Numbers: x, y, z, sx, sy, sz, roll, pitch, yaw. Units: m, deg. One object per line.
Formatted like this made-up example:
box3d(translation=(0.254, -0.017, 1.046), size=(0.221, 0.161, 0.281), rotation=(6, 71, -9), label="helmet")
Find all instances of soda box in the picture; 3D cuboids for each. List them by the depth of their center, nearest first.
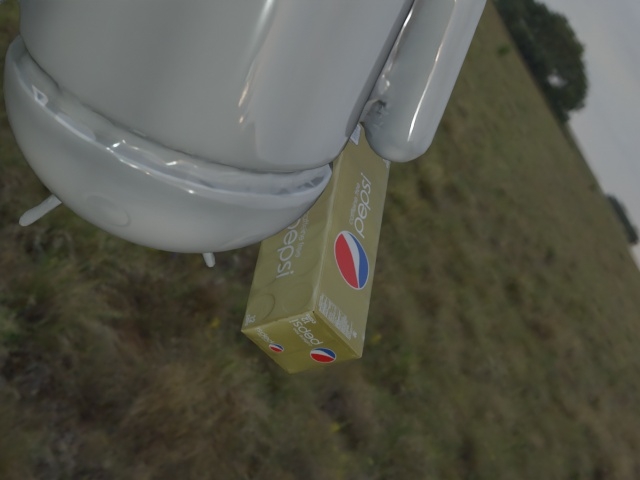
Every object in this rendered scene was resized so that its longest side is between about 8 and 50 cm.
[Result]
box3d(translation=(0.000, 0.000, 0.819), size=(0.058, 0.061, 0.181), rotation=(47, 39, -35), label="soda box")

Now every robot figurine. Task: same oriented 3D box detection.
box3d(translation=(-0.053, -0.139, 0.652), size=(0.300, 0.353, 0.200), rotation=(20, 26, -14), label="robot figurine")
